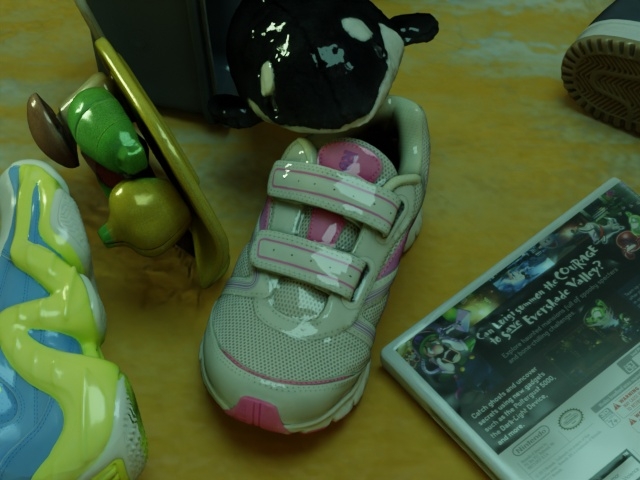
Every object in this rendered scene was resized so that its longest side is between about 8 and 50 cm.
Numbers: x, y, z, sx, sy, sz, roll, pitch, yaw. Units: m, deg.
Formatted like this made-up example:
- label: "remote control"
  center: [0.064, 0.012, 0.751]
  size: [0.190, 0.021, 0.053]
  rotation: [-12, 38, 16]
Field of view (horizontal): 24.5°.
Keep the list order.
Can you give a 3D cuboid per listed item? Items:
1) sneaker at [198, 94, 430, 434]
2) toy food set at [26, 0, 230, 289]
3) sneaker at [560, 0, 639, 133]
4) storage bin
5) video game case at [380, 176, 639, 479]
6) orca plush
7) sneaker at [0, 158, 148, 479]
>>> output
- label: "sneaker"
  center: [0.000, 0.000, 0.858]
  size: [0.103, 0.111, 0.252]
  rotation: [15, 45, 6]
- label: "toy food set"
  center: [-0.125, -0.048, 0.892]
  size: [0.071, 0.128, 0.218]
  rotation: [-30, 44, -5]
- label: "sneaker"
  center: [0.328, -0.120, 1.043]
  size: [0.282, 0.099, 0.153]
  rotation: [23, 48, 17]
- label: "storage bin"
  center: [-0.103, -0.153, 0.989]
  size: [0.091, 0.135, 0.098]
  rotation: [5, 44, 10]
- label: "video game case"
  center: [0.160, 0.069, 0.845]
  size: [0.190, 0.022, 0.173]
  rotation: [-35, 58, -16]
- label: "orca plush"
  center: [-0.006, -0.160, 0.941]
  size: [0.151, 0.102, 0.287]
  rotation: [-14, 23, 18]
- label: "sneaker"
  center: [-0.179, 0.047, 0.799]
  size: [0.126, 0.091, 0.240]
  rotation: [-15, 42, -12]
